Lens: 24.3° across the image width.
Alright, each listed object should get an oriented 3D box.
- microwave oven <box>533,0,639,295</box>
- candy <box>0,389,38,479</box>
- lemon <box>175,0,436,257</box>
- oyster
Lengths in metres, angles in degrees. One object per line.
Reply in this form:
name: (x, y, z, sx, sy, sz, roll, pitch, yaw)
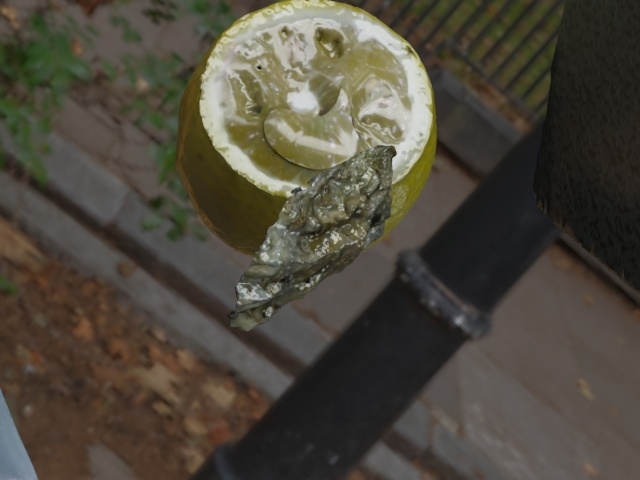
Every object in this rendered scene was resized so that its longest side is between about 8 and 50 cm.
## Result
microwave oven: (0.339, -0.191, 1.097, 0.236, 0.432, 0.374, 6, 14, -9)
candy: (-0.389, 0.216, 1.571, 0.138, 0.071, 0.174, -21, 80, -25)
lemon: (-0.025, -0.123, 1.987, 0.364, 0.364, 0.364, 37, 17, -14)
oyster: (-0.004, 0.008, 1.356, 0.072, 0.133, 0.209, 30, 46, 19)
